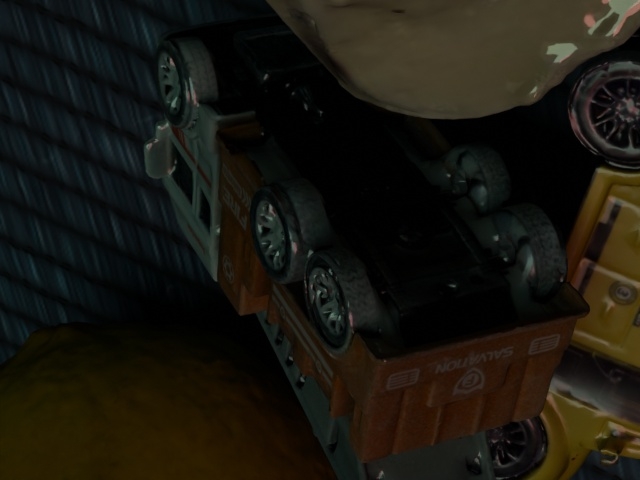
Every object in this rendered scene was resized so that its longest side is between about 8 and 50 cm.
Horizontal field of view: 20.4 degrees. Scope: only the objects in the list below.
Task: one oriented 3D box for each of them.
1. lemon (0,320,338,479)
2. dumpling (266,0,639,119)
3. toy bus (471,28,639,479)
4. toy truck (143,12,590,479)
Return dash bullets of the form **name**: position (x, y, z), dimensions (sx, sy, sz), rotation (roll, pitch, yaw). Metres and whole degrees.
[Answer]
- **lemon**: position (-0.116, 0.202, 1.187), dimensions (0.297, 0.297, 0.297), rotation (13, 121, 22)
- **dumpling**: position (0.059, -0.242, 0.838), dimensions (0.315, 0.233, 0.395), rotation (-5, 110, 27)
- **toy bus**: position (0.188, 0.011, 1.003), dimensions (0.151, 0.145, 0.331), rotation (22, 123, 8)
- **toy truck**: position (0.000, 0.000, 1.012), dimensions (0.338, 0.133, 0.184), rotation (54, 146, 43)
